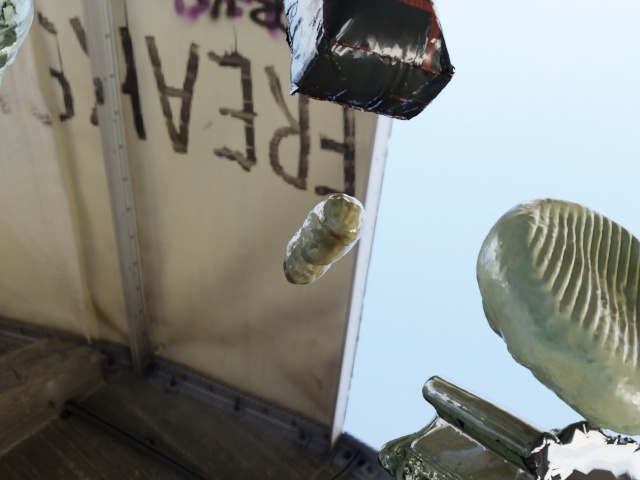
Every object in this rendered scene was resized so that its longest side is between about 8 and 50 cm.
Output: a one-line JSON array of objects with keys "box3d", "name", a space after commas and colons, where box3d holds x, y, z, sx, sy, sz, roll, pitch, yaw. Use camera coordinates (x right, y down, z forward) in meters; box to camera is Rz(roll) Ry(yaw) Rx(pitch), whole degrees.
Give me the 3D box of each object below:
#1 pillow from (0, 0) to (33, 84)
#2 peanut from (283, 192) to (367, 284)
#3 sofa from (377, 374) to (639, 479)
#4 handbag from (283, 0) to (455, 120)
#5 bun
[{"box3d": [-0.371, -0.241, 0.596, 0.138, 0.283, 0.310, -45, -165, -30], "name": "pillow"}, {"box3d": [0.001, 0.001, 1.082, 0.086, 0.228, 0.104, 32, -123, -6], "name": "peanut"}, {"box3d": [0.224, 0.257, 0.740, 0.182, 0.258, 0.200, -52, -154, -11], "name": "sofa"}, {"box3d": [0.049, -0.247, 0.766, 0.169, 0.155, 0.215, 7, -118, -25], "name": "handbag"}, {"box3d": [0.221, 0.070, 0.598, 0.222, 0.127, 0.222, 15, -131, -18], "name": "bun"}]
